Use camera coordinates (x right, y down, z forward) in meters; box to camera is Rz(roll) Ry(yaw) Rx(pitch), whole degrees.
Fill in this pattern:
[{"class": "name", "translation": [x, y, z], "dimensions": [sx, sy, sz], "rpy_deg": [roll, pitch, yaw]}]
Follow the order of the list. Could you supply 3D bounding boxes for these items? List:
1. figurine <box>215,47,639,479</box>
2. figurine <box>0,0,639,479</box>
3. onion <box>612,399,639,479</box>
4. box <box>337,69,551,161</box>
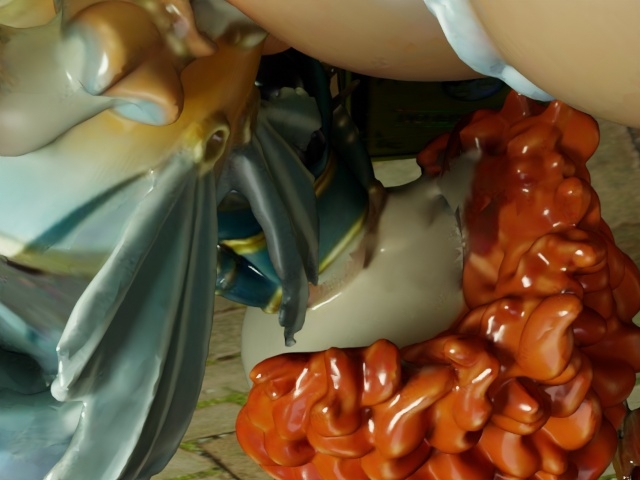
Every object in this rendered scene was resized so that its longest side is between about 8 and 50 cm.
[{"class": "figurine", "translation": [-0.010, -0.005, 0.841], "dimensions": [0.412, 0.241, 0.306], "rpy_deg": [37, 149, -5]}, {"class": "figurine", "translation": [-0.005, -0.072, 0.527], "dimensions": [0.248, 0.276, 0.388], "rpy_deg": [44, 118, -2]}, {"class": "onion", "translation": [0.385, 0.153, 1.259], "dimensions": [0.354, 0.353, 0.353], "rpy_deg": [-5, 153, -3]}, {"class": "box", "translation": [0.080, -0.124, 0.888], "dimensions": [0.141, 0.064, 0.220], "rpy_deg": [-5, 154, -3]}]
